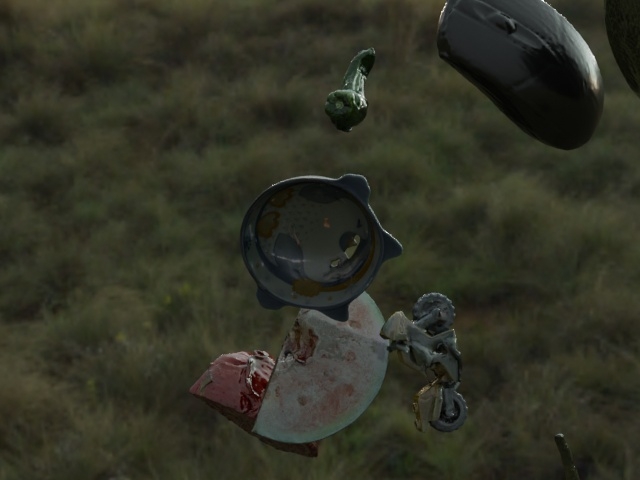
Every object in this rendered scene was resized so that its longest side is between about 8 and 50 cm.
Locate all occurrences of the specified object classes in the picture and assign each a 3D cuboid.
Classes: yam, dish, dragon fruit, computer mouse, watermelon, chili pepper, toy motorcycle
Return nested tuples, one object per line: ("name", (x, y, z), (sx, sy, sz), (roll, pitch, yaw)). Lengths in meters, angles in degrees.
("yam", (0.438, 0.426, 1.816), (0.027, 0.234, 0.029), (-33, 19, -26))
("dish", (0.000, 0.000, 1.530), (0.236, 0.228, 0.086), (-28, 17, 21))
("dragon fruit", (-0.075, 0.307, 2.057), (0.205, 0.317, 0.152), (16, 70, 32))
("computer mouse", (0.269, -0.223, 1.344), (0.137, 0.270, 0.086), (-57, 18, -19))
("watermelon", (0.013, 0.231, 1.907), (0.188, 0.321, 0.175), (27, -12, 3))
("chili pepper", (0.043, -0.195, 1.434), (0.050, 0.073, 0.182), (2, 31, 9))
("toy motorcycle", (0.166, 0.203, 1.743), (0.130, 0.229, 0.094), (-7, -1, -16))

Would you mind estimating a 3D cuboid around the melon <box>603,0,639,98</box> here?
("melon", (0.441, -0.252, 1.176), (0.249, 0.329, 0.248), (-13, 52, 17))
